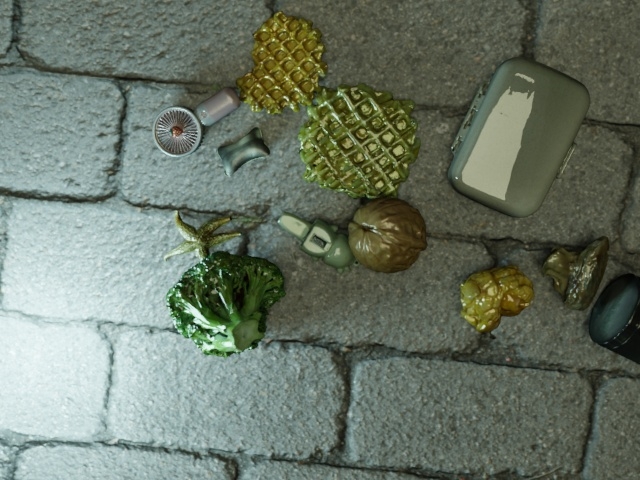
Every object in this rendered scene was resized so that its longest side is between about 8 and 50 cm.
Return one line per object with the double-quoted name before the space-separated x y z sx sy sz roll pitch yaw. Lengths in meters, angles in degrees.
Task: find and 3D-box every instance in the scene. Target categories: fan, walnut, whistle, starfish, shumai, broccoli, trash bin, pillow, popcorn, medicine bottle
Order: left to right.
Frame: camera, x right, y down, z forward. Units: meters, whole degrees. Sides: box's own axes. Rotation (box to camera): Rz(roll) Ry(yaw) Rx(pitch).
"fan" -0.315 -0.310 1.731 0.244 0.074 0.130 -31 95 11
"starfish" -0.319 0.009 1.804 0.224 0.050 0.216 -25 105 9
"broccoli" -0.227 0.167 1.713 0.308 0.275 0.307 -11 113 -28
"pillow" -0.202 -0.232 1.759 0.136 0.055 0.091 -25 94 3
"whistle" 0.000 0.000 1.768 0.245 0.092 0.110 30 99 -4
"walnut" 0.172 -0.012 1.710 0.214 0.213 0.213 0 98 1
"popcorn" 0.445 0.138 1.760 0.163 0.140 0.194 43 107 -13
"medicine bottle" 0.499 -0.257 1.708 0.283 0.123 0.374 24 96 -4
"shumai" 0.656 0.074 1.752 0.153 0.161 0.209 19 121 20
"trash bin" 0.878 0.238 1.724 0.302 0.202 0.252 27 137 -4

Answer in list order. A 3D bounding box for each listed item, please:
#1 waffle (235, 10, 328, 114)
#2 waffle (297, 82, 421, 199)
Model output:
"waffle" -0.103 -0.449 1.713 0.249 0.056 0.253 -6 92 15
"waffle" 0.098 -0.254 1.741 0.317 0.073 0.297 11 98 0
